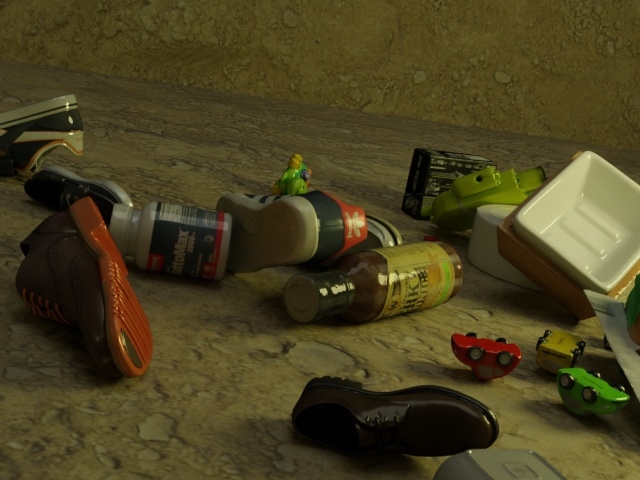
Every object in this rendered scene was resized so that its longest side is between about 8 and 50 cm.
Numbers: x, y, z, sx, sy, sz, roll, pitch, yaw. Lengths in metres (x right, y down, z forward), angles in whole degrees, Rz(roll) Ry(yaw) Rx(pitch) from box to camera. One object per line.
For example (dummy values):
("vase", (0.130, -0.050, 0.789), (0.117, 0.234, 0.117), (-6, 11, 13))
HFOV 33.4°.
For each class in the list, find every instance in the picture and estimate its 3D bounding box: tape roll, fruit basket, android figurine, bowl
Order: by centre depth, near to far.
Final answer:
("bowl", (0.201, 0.259, 1.094), (0.142, 0.053, 0.142), (6, 16, -24))
("fruit basket", (0.562, 0.191, 1.508), (0.327, 0.165, 0.353), (9, 31, -7))
("tape roll", (0.433, 0.016, 2.081), (0.286, 0.100, 0.286), (11, 14, -3))
("android figurine", (0.345, -0.085, 2.218), (0.272, 0.056, 0.248), (-18, -20, 22))

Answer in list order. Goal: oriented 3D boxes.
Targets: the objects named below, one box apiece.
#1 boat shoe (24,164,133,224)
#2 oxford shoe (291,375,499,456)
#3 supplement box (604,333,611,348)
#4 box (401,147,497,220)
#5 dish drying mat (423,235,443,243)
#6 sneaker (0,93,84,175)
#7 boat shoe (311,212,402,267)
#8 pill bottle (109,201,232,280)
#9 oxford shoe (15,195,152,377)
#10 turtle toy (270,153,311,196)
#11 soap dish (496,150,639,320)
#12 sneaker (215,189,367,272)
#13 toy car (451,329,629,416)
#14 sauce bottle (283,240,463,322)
("boat shoe", (-0.419, -0.072, 1.820), (0.228, 0.080, 0.076), (24, 36, 30))
("oxford shoe", (0.077, 0.205, 1.150), (0.227, 0.083, 0.096), (1, 15, 17))
("supplement box", (0.503, 0.157, 1.715), (0.083, 0.043, 0.055), (15, 15, 11))
("box", (0.288, -0.120, 2.380), (0.180, 0.147, 0.077), (3, 17, -25))
("dish drying mat", (0.234, 0.007, 2.140), (0.032, 0.008, 0.083), (7, 14, -18))
("sneaker", (-0.603, -0.176, 2.001), (0.321, 0.128, 0.126), (-15, 11, -2))
("boat shoe", (0.000, 0.000, 1.813), (0.302, 0.113, 0.103), (11, 12, 43))
("pill bottle", (-0.231, -0.002, 1.628), (0.180, 0.108, 0.108), (9, 15, -8))
("oxford shoe", (-0.303, 0.075, 1.341), (0.132, 0.130, 0.364), (-25, 31, -8))
("turtle toy", (-0.056, -0.126, 2.282), (0.066, 0.095, 0.130), (32, 15, -5))
("soap dish", (0.465, -0.009, 1.876), (0.229, 0.118, 0.291), (40, 52, 15))
("sneaker", (-0.050, -0.015, 1.663), (0.148, 0.131, 0.350), (-5, 6, -28))
("toy car", (0.319, 0.187, 1.449), (0.239, 0.053, 0.225), (1, 19, -33))
("sauce bottle", (0.082, 0.068, 1.610), (0.111, 0.111, 0.344), (23, 21, 37))
